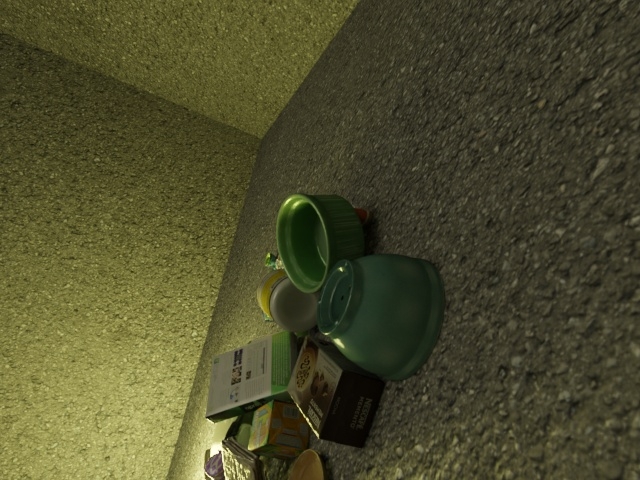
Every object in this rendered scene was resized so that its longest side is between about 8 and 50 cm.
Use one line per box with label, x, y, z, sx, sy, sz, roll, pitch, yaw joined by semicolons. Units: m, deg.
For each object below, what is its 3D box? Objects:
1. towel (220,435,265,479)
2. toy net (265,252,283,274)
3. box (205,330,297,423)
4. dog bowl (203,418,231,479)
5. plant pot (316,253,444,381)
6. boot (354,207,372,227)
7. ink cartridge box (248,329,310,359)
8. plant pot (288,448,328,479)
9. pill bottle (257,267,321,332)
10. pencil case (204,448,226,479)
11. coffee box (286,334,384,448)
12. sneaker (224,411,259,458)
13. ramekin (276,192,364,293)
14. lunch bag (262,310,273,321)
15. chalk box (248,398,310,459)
towel;-0.224;0.746;1.438;0.187;0.049;0.282;10;107;47
toy net;-0.217;0.118;2.252;0.232;0.045;0.122;-9;63;68
box;-0.224;0.448;1.585;0.322;0.058;0.232;-23;40;17
dog bowl;-0.366;0.792;1.930;0.349;0.102;0.349;-53;26;40
plant pot;0.112;0.153;1.096;0.293;0.196;0.293;-55;24;40
boot;0.090;-0.055;1.525;0.158;0.084;0.059;129;151;-48
ink cartridge box;-0.130;0.417;1.669;0.255;0.097;0.189;-21;40;17
plant pot;-0.033;0.673;1.246;0.236;0.032;0.236;-53;27;42
pill bottle;-0.118;0.199;1.691;0.188;0.187;0.334;-72;18;-3
pencil case;-0.318;0.817;1.656;0.086;0.206;0.088;5;46;33
coffee box;0.027;0.376;1.229;0.168;0.118;0.297;-70;19;-1
sneaker;-0.251;0.627;1.737;0.182;0.158;0.410;97;-173;-52
ramekin;0.000;0.000;1.464;0.303;0.148;0.303;21;115;54
lunch bag;-0.183;0.243;1.965;0.129;0.096;0.151;-60;31;28
chalk box;-0.133;0.583;1.452;0.213;0.132;0.132;-49;29;49
